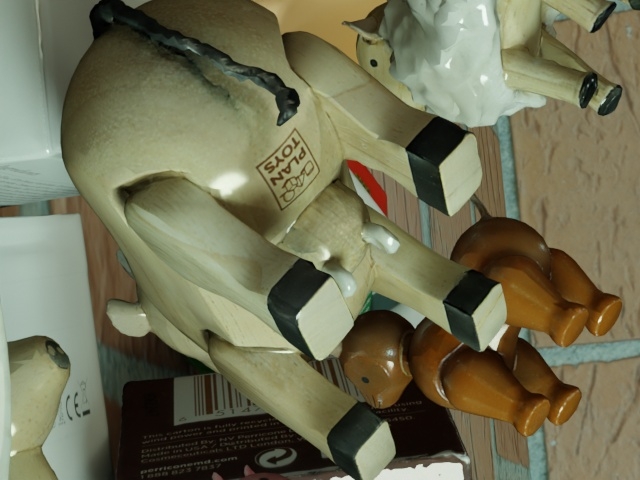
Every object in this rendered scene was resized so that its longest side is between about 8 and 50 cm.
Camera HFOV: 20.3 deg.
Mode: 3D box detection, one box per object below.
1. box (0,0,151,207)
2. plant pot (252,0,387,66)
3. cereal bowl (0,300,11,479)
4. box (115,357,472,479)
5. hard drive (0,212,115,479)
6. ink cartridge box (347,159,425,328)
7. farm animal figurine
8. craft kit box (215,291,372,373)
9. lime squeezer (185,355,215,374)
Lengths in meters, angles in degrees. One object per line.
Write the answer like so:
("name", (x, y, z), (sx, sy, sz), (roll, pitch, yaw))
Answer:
("box", (-0.139, -0.109, 0.742), (0.182, 0.119, 0.181), (9, 75, -77))
("plant pot", (0.020, -0.210, 1.164), (0.291, 0.203, 0.291), (47, 33, -45))
("cereal bowl", (-0.175, 0.042, 0.464), (0.339, 0.141, 0.339), (-6, 90, -77))
("box", (-0.009, 0.180, 0.907), (0.167, 0.168, 0.203), (-110, -167, -75))
("hard drive", (-0.136, 0.143, 0.799), (0.203, 0.040, 0.307), (-9, 92, -77))
("ink cartridge box", (0.009, -0.029, 1.347), (0.275, 0.060, 0.239), (50, 33, -42))
("farm animal figurine", (-0.039, 0.034, 0.676), (0.330, 0.172, 0.327), (-38, 147, -33))
("craft kit box", (-0.024, 0.149, 1.113), (0.250, 0.061, 0.246), (-48, 149, -73))
("lime squeezer", (-0.085, 0.035, 1.091), (0.110, 0.059, 0.310), (-33, 122, -42))
